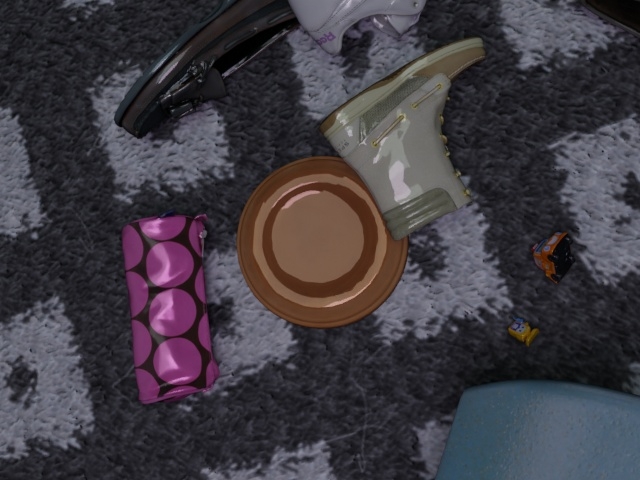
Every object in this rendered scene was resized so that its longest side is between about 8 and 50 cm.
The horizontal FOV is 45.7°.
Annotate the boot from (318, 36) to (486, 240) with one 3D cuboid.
[{"bbox_3d":[0.125,-0.114,0.837,0.213,0.077,0.165,-33,91,-14],"label":"boot"}]

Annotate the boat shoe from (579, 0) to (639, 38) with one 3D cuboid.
[{"bbox_3d":[0.419,-0.216,0.798,0.305,0.109,0.091,38,90,15],"label":"boat shoe"}]

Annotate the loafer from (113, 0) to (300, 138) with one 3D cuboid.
[{"bbox_3d":[-0.119,-0.208,0.872,0.084,0.096,0.267,44,87,-3],"label":"loafer"}]

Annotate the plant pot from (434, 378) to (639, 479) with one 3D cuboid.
[{"bbox_3d":[0.244,0.249,0.700,0.252,0.247,0.248,16,86,35],"label":"plant pot"}]

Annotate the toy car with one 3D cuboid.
[{"bbox_3d":[0.230,0.047,0.819,0.040,0.060,0.122,26,80,41],"label":"toy car"}]

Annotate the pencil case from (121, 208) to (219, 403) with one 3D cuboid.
[{"bbox_3d":[-0.165,0.073,0.850,0.098,0.095,0.209,-6,85,-10],"label":"pencil case"}]

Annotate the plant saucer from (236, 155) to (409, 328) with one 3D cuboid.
[{"bbox_3d":[0.000,0.000,0.861,0.200,0.037,0.200,-1,84,7],"label":"plant saucer"}]

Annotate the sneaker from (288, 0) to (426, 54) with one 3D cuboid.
[{"bbox_3d":[0.097,-0.327,0.864,0.305,0.114,0.152,-32,110,-4],"label":"sneaker"}]
